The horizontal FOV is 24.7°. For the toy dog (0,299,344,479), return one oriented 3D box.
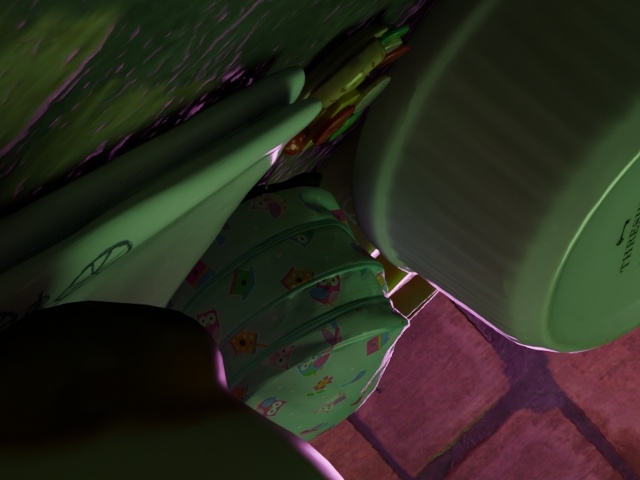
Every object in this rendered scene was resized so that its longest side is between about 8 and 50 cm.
[{"bbox_3d":[-0.027,0.202,0.504,0.395,0.284,0.408,-14,148,16],"label":"toy dog"}]

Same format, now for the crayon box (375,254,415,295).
[{"bbox_3d":[0.117,-0.073,1.078,0.318,0.081,0.202,-48,172,33],"label":"crayon box"}]

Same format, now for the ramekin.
[{"bbox_3d":[0.159,-0.057,0.814,0.273,0.127,0.273,-32,149,-22],"label":"ramekin"}]

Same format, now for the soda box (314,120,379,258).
[{"bbox_3d":[0.000,0.000,0.909,0.181,0.061,0.058,-44,173,9],"label":"soda box"}]

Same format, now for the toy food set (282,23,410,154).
[{"bbox_3d":[0.010,-0.071,0.682,0.083,0.020,0.082,-48,172,36],"label":"toy food set"}]

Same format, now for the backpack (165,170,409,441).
[{"bbox_3d":[-0.029,0.047,0.770,0.152,0.115,0.182,-29,161,-30],"label":"backpack"}]

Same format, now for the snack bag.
[{"bbox_3d":[-0.169,0.093,0.576,0.323,0.037,0.342,-37,172,-48],"label":"snack bag"}]

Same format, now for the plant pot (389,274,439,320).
[{"bbox_3d":[0.028,0.048,1.269,0.134,0.095,0.134,-42,173,-6],"label":"plant pot"}]
